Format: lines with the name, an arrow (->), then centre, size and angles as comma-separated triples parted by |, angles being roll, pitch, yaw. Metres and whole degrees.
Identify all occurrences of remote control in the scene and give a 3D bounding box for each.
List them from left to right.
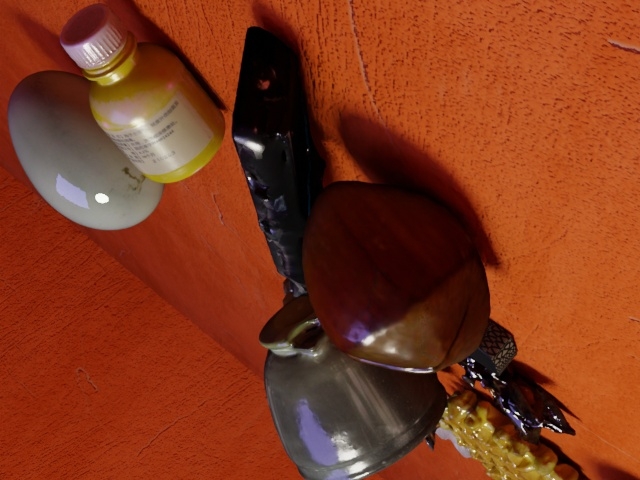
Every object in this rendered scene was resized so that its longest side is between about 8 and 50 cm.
remote control -> -0.031, -0.061, 1.391 | 0.062, 0.145, 0.399 | 3, 157, 7

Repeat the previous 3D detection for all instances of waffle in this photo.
waffle -> 0.266, 0.292, 1.893 | 0.219, 0.057, 0.229 | 46, 166, -23

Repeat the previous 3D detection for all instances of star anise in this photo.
star anise -> 0.238, 0.190, 1.629 | 0.157, 0.053, 0.212 | 27, 160, 50

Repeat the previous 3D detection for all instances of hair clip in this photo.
hair clip -> 0.161, 0.272, 2.124 | 0.146, 0.075, 0.257 | 48, 172, -23

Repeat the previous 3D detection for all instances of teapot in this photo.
teapot -> 0.039, 0.162, 1.907 | 0.239, 0.321, 0.239 | -18, 111, 29

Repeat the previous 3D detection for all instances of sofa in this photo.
sofa -> 0.170, 0.104, 1.570 | 0.118, 0.039, 0.060 | 35, 165, 28

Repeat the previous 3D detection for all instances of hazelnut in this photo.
hazelnut -> 0.066, 0.037, 1.329 | 0.180, 0.181, 0.212 | 11, 165, 28

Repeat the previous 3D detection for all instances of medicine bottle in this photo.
medicine bottle -> -0.210, -0.173, 1.545 | 0.121, 0.122, 0.212 | 27, 162, 47

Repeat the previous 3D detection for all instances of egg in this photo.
egg -> -0.336, -0.131, 1.930 | 0.264, 0.183, 0.183 | 47, 168, 0
